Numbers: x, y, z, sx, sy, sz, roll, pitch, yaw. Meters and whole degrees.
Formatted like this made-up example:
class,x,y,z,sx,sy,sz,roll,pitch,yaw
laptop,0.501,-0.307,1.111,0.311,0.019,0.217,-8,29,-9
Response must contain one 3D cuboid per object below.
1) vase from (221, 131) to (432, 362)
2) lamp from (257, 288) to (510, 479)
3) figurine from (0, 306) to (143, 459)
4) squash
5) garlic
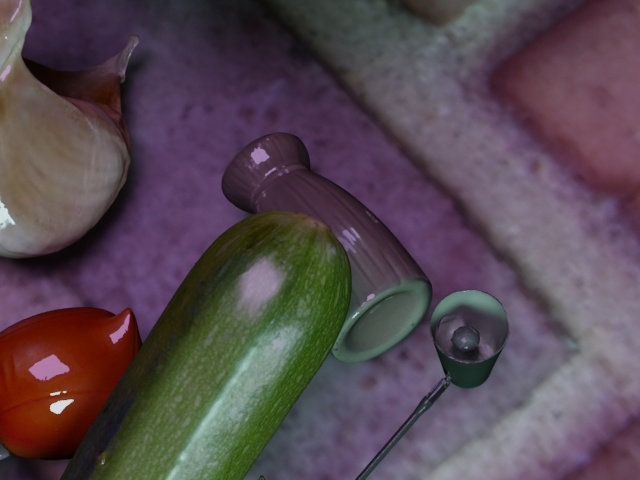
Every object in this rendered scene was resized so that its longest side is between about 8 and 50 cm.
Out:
class,x,y,z,sx,sy,sz,roll,pitch,yaw
vase,0.000,0.000,0.536,0.053,0.053,0.101,-35,61,-5
lamp,0.030,0.075,0.503,0.121,0.054,0.041,-43,66,-16
figurine,-0.134,0.069,0.521,0.140,0.075,0.068,-28,65,1
squash,-0.062,0.088,0.480,0.066,0.066,0.229,32,92,22
garlic,-0.163,-0.072,0.585,0.174,0.099,0.124,37,98,27
